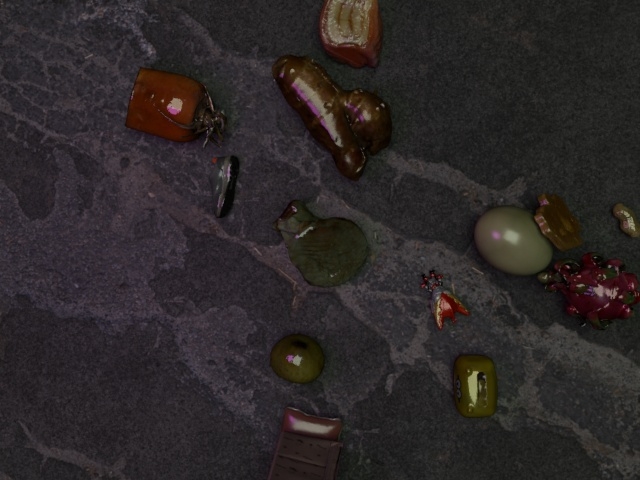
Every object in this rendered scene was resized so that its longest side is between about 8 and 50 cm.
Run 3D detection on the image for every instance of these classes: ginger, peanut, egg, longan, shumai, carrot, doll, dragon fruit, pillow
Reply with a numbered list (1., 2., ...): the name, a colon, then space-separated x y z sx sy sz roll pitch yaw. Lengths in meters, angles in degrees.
1. ginger: 0.046 -0.398 1.861 0.254 0.176 0.418 -42 89 -7
2. peanut: 0.902 -0.058 1.870 0.054 0.054 0.113 -29 84 1
3. egg: 0.552 0.002 1.812 0.242 0.186 0.186 30 89 -8
4. longan: -0.069 0.354 1.855 0.155 0.145 0.176 38 132 25
5. shumai: 0.000 0.000 1.879 0.222 0.203 0.272 -43 122 2
6. carrot: -0.427 -0.391 1.862 0.331 0.214 0.193 17 90 0
7. doll: 0.357 0.169 1.882 0.109 0.057 0.169 -24 72 -15
8. dragon fruit: 0.767 0.128 1.806 0.273 0.198 0.218 42 134 4
9. pillow: -0.033 0.588 1.868 0.179 0.075 0.171 11 88 3

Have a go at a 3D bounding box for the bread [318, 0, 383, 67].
1. bread: 0.092 -0.651 1.892 0.190 0.123 0.244 3 87 4

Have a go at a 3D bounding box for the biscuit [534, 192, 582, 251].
1. biscuit: 0.670 -0.048 1.799 0.035 0.249 0.184 -38 88 35

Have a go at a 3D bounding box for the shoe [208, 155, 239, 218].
1. shoe: -0.302 -0.164 1.918 0.077 0.074 0.194 10 86 14

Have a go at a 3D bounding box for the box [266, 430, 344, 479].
1. box: -0.055 0.720 1.749 0.190 0.225 0.297 9 111 5

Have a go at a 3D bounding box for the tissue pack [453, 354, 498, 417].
1. tissue pack: 0.447 0.420 1.831 0.123 0.127 0.178 -1 88 0
